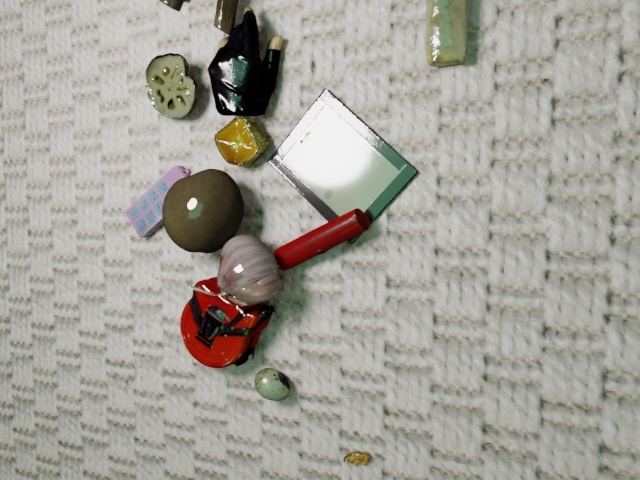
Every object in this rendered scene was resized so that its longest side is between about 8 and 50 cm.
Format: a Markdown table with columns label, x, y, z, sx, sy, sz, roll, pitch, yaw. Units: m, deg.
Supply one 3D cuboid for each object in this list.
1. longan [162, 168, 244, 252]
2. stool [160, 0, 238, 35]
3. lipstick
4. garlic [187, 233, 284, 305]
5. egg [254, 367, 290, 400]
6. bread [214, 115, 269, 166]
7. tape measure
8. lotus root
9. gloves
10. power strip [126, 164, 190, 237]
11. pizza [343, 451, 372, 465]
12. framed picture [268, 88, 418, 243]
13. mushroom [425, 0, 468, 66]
| label | x | y | z | sx | sy | sz | roll | pitch | yaw |
| --- | --- | --- | --- | --- | --- | --- | --- | --- | --- |
| longan | -0.327 | -0.088 | 1.269 | 0.249 | 0.248 | 0.247 | 1 | 94 | 22 |
| stool | -0.351 | -0.741 | 1.194 | 0.310 | 0.310 | 0.226 | 41 | 111 | 16 |
| lipstick | -0.001 | -0.001 | 1.209 | 0.280 | 0.073 | 0.073 | -27 | 83 | 27 |
| garlic | -0.218 | 0.105 | 1.252 | 0.257 | 0.207 | 0.206 | -22 | 85 | 22 |
| egg | -0.136 | 0.412 | 1.293 | 0.110 | 0.085 | 0.085 | 26 | 103 | 16 |
| bread | -0.222 | -0.274 | 1.279 | 0.140 | 0.069 | 0.127 | -30 | 95 | 30 |
| tape measure | -0.286 | 0.249 | 1.328 | 0.253 | 0.114 | 0.260 | 28 | 103 | 19 |
| lotus root | -0.430 | -0.464 | 1.364 | 0.204 | 0.078 | 0.183 | 14 | 112 | 28 |
| gloves | -0.203 | -0.487 | 1.243 | 0.198 | 0.152 | 0.300 | 1 | 80 | -2 |
| power strip | -0.505 | -0.120 | 1.434 | 0.279 | 0.037 | 0.109 | -36 | 79 | 20 |
| pizza | 0.102 | 0.599 | 1.246 | 0.083 | 0.016 | 0.037 | -15 | 86 | 19 |
| framed picture | 0.049 | -0.199 | 1.217 | 0.347 | 0.016 | 0.265 | 45 | 108 | 13 |
| mushroom | 0.296 | -0.570 | 1.062 | 0.100 | 0.081 | 0.311 | 1 | 98 | 25 |
